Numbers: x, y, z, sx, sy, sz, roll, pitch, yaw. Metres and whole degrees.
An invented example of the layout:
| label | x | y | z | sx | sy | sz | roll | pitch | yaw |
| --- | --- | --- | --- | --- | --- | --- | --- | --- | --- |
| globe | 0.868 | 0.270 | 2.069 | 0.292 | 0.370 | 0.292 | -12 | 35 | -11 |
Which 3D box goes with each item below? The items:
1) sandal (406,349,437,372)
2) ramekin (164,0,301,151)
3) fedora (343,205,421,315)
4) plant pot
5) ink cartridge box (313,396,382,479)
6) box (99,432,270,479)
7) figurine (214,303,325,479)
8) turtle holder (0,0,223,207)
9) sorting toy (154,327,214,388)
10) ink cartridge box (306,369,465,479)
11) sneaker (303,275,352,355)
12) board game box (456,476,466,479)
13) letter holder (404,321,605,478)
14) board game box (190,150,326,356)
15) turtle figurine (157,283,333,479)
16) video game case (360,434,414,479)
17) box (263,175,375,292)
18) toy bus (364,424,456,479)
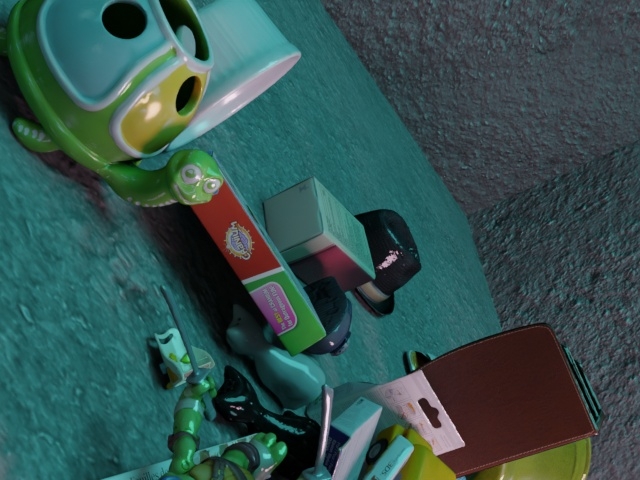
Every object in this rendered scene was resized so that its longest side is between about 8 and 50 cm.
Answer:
| label | x | y | z | sx | sy | sz | roll | pitch | yaw |
| --- | --- | --- | --- | --- | --- | --- | --- | --- | --- |
| sandal | 0.313 | 0.361 | 1.976 | 0.265 | 0.076 | 0.102 | 43 | 29 | -47 |
| ramekin | -0.180 | -0.278 | 1.191 | 0.135 | 0.277 | 0.277 | 55 | 21 | -7 |
| fedora | 0.160 | 0.028 | 1.869 | 0.334 | 0.152 | 0.334 | 51 | 24 | -34 |
| plant pot | 0.397 | 0.485 | 1.707 | 0.353 | 0.366 | 0.367 | 14 | 53 | -52 |
| ink cartridge box | 0.011 | 0.356 | 1.048 | 0.224 | 0.045 | 0.224 | -72 | 164 | 7 |
| box | -0.165 | 0.285 | 0.849 | 0.324 | 0.067 | 0.063 | 15 | 53 | -67 |
| figurine | -0.083 | 0.222 | 1.117 | 0.209 | 0.092 | 0.215 | 48 | 25 | -31 |
| turtle holder | -0.260 | -0.205 | 0.944 | 0.243 | 0.227 | 0.321 | 35 | 35 | -56 |
| sorting toy | -0.193 | 0.153 | 0.974 | 0.075 | 0.044 | 0.083 | 60 | 19 | 8 |
| ink cartridge box | 0.115 | 0.320 | 1.289 | 0.181 | 0.224 | 0.056 | 59 | 17 | -19 |
| sneaker | 0.022 | 0.164 | 1.339 | 0.319 | 0.112 | 0.131 | -85 | 152 | -78 |
| board game box | 0.190 | 0.460 | 1.440 | 0.144 | 0.142 | 0.275 | 7 | 60 | -66 |
| letter holder | 0.328 | 0.285 | 1.338 | 0.152 | 0.301 | 0.215 | 5 | 61 | -65 |
| board game box | -0.114 | 0.009 | 1.163 | 0.317 | 0.064 | 0.242 | 57 | -2 | -11 |
| turtle figurine | -0.060 | 0.219 | 0.767 | 0.266 | 0.197 | 0.275 | 51 | 46 | -64 |
| video game case | 0.003 | 0.324 | 0.760 | 0.026 | 0.227 | 0.206 | 37 | 52 | 15 |
| box | 0.000 | 0.000 | 1.524 | 0.232 | 0.126 | 0.149 | 41 | 31 | -49 |
| toy bus | 0.120 | 0.432 | 1.120 | 0.108 | 0.130 | 0.333 | 44 | 38 | -12 |
